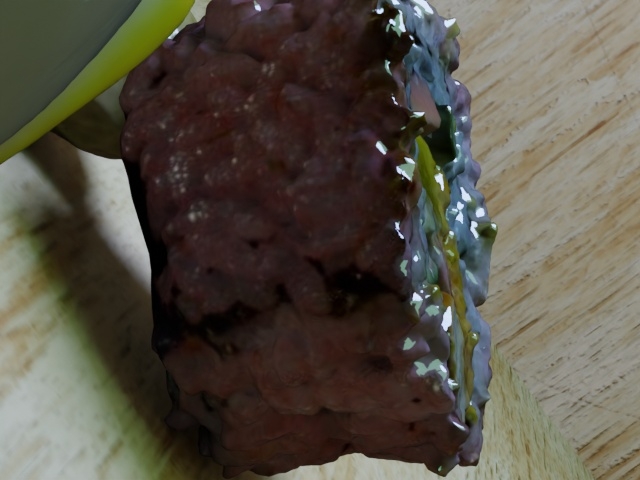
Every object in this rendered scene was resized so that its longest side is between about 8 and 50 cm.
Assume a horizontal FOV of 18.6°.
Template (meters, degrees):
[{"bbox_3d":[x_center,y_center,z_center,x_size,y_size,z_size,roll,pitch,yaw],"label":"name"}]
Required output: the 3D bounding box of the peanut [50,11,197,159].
[{"bbox_3d":[-0.154,-0.137,1.133,0.233,0.110,0.197,43,10,-52],"label":"peanut"}]

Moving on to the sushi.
[{"bbox_3d":[0.000,0.000,1.046,0.236,0.171,0.270,48,34,-64],"label":"sushi"}]

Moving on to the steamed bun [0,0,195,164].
[{"bbox_3d":[-0.152,-0.159,0.376,0.334,0.334,0.374,57,-33,24],"label":"steamed bun"}]
